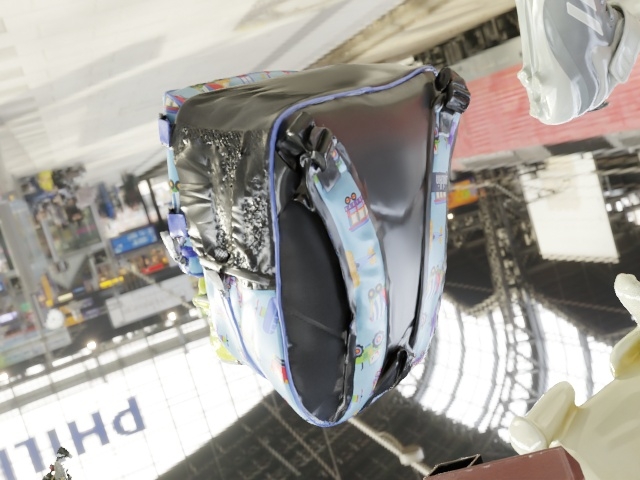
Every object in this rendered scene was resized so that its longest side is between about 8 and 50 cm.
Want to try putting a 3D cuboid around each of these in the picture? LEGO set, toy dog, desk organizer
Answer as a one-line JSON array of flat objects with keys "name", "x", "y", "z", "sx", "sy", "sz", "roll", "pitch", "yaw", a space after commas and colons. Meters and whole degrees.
[{"name": "LEGO set", "x": -0.150, "y": 0.145, "z": 0.436, "sx": 0.054, "sy": 0.023, "sz": 0.083, "roll": -62, "pitch": -171, "yaw": -3}, {"name": "toy dog", "x": 0.387, "y": 0.305, "z": 0.965, "sx": 0.408, "sy": 0.395, "sz": 0.284, "roll": -50, "pitch": -132, "yaw": 5}, {"name": "desk organizer", "x": 0.161, "y": 0.212, "z": 0.669, "sx": 0.130, "sy": 0.050, "sz": 0.047, "roll": -22, "pitch": 173, "yaw": 24}]

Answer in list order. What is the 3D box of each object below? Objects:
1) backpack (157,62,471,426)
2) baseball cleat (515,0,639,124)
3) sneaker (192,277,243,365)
[{"name": "backpack", "x": 0.000, "y": 0.000, "z": 0.409, "sx": 0.117, "sy": 0.173, "sz": 0.158, "roll": 12, "pitch": -154, "yaw": 36}, {"name": "baseball cleat", "x": 0.210, "y": -0.202, "z": 0.637, "sx": 0.109, "sy": 0.206, "sz": 0.072, "roll": -18, "pitch": -146, "yaw": -9}, {"name": "sneaker", "x": -0.117, "y": 0.074, "z": 1.126, "sx": 0.147, "sy": 0.145, "sz": 0.384, "roll": 11, "pitch": 148, "yaw": -17}]
